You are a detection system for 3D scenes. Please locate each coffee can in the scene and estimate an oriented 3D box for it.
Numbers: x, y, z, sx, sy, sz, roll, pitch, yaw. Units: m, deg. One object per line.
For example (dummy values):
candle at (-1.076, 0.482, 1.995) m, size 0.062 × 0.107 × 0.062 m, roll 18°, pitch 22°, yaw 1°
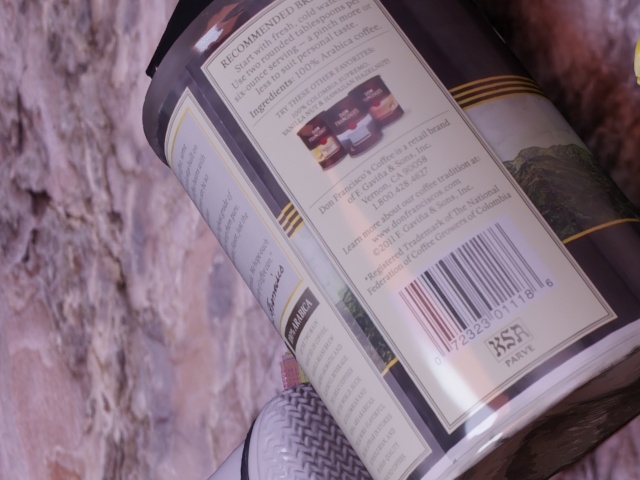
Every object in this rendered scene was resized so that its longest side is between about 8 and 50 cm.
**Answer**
coffee can at (0.056, -0.006, 0.801) m, size 0.201 × 0.201 × 0.275 m, roll -47°, pitch 66°, yaw 31°

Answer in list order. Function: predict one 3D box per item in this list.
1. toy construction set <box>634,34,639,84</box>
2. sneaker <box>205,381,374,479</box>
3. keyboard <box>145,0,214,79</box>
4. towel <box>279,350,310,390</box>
toy construction set at (0.156, -0.169, 0.724) m, size 0.327 × 0.151 × 0.215 m, roll 32°, pitch 92°, yaw 15°
sneaker at (0.010, 0.289, 0.909) m, size 0.210 × 0.137 × 0.366 m, roll -38°, pitch 68°, yaw 37°
keyboard at (-0.037, -0.204, 0.930) m, size 0.201 × 0.033 × 0.317 m, roll 52°, pitch 133°, yaw 20°
towel at (0.004, 0.111, 0.973) m, size 0.060 × 0.009 × 0.083 m, roll -15°, pitch 85°, yaw 37°
